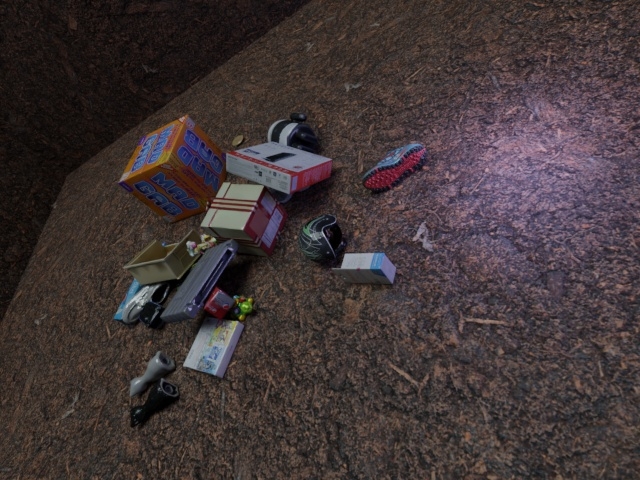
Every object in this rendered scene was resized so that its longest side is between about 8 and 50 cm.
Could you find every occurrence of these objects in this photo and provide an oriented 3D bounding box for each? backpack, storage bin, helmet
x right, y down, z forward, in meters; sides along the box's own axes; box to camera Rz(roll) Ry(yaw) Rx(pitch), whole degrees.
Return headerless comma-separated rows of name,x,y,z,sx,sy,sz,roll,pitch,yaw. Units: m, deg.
backpack,-0.740,0.332,1.789,0.114,0.084,0.105,18,70,35
storage bin,-0.720,0.076,1.899,0.262,0.123,0.260,-12,30,26
helmet,0.000,0.000,1.457,0.169,0.169,0.161,11,48,41

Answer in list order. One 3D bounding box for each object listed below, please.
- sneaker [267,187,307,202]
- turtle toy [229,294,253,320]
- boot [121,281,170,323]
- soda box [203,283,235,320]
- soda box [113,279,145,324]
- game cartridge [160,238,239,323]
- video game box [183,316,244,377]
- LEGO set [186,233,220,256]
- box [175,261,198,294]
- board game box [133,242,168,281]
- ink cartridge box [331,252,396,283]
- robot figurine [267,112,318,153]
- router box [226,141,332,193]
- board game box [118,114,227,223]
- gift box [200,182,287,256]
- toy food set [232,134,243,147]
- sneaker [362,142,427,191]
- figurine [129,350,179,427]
sneaker,-0.151,-0.250,1.832,0.232,0.090,0.115,-23,39,8
turtle toy,-0.304,0.253,1.547,0.130,0.066,0.095,5,61,39
boot,-0.807,0.282,1.870,0.123,0.095,0.258,13,64,49
soda box,-0.425,0.223,1.592,0.092,0.083,0.263,-53,25,-12
soda box,-0.907,0.297,1.954,0.071,0.067,0.210,-5,54,33
game cartridge,-0.472,0.161,1.592,0.230,0.068,0.355,-23,32,47
video game box,-0.402,0.396,1.521,0.187,0.048,0.205,-1,57,38
LEGO set,-0.468,-0.003,1.847,0.107,0.132,0.287,23,48,27
box,-0.564,0.186,1.809,0.191,0.045,0.184,-29,42,16
board game box,-0.874,0.126,2.086,0.160,0.039,0.211,-20,48,22
ink cartridge box,0.140,0.092,1.321,0.181,0.104,0.061,-3,56,35
robot figurine,-0.133,-0.482,1.932,0.209,0.173,0.278,-44,42,-16
router box,-0.171,-0.316,1.698,0.336,0.082,0.301,22,32,25
board game box,-0.762,-0.370,2.163,0.356,0.356,0.356,-15,49,26
gift box,-0.314,-0.098,1.712,0.258,0.255,0.276,5,57,29
toy food set,-0.487,-0.587,2.380,0.083,0.020,0.083,-34,44,9
sneaker,0.275,-0.281,1.546,0.262,0.104,0.125,-29,27,9
figurine,-0.657,0.569,1.548,0.209,0.092,0.215,-41,42,8
